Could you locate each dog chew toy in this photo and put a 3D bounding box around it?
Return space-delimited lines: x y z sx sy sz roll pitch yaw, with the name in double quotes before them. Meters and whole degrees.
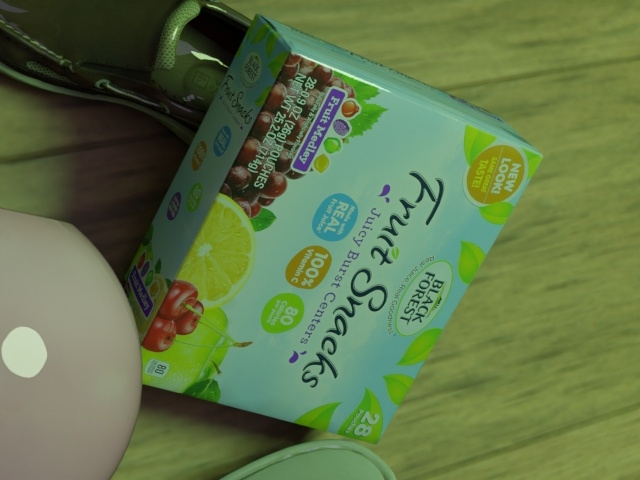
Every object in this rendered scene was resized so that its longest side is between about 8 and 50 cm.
"dog chew toy" -0.203 0.143 0.653 0.207 0.207 0.331 11 88 -28

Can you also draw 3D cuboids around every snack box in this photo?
"snack box" 0.000 0.000 0.788 0.174 0.070 0.207 20 110 -29

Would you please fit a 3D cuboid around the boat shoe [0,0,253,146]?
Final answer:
"boat shoe" -0.100 -0.120 0.783 0.257 0.095 0.095 22 75 -26

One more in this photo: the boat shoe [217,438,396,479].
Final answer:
"boat shoe" -0.083 0.244 0.776 0.112 0.095 0.335 37 60 17
